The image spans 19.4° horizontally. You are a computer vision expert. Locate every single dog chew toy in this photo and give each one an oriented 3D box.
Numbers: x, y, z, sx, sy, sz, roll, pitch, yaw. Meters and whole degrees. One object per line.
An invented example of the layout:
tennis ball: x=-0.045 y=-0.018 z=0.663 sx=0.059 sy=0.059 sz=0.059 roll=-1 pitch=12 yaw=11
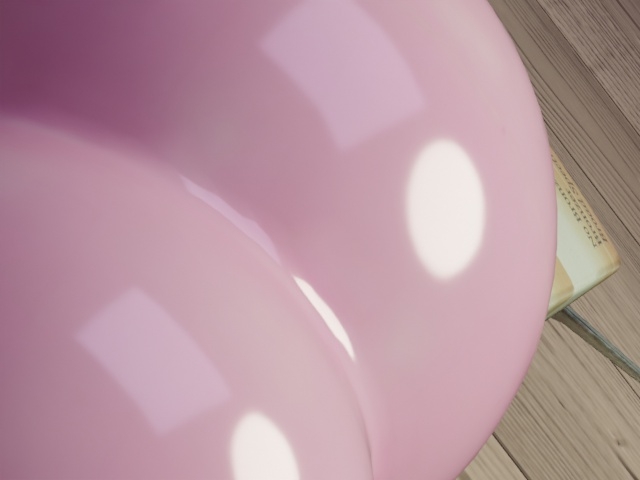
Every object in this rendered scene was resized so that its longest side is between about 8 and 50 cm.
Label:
dog chew toy: x=-0.068 y=0.046 z=0.432 sx=0.206 sy=0.207 sz=0.332 roll=46 pitch=42 yaw=-18

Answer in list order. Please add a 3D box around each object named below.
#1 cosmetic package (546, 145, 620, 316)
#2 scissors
cosmetic package: x=0.000 y=0.000 z=0.740 sx=0.153 sy=0.129 sz=0.296 roll=57 pitch=22 yaw=5
scissors: x=0.094 y=0.014 z=0.919 sx=0.109 sy=0.021 sz=0.297 roll=56 pitch=-3 yaw=-14
